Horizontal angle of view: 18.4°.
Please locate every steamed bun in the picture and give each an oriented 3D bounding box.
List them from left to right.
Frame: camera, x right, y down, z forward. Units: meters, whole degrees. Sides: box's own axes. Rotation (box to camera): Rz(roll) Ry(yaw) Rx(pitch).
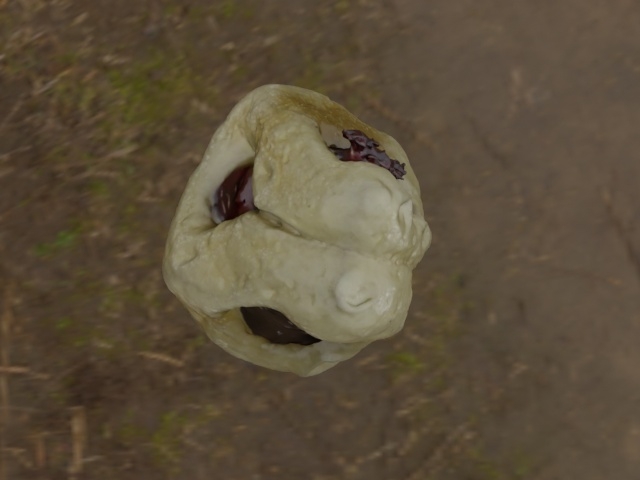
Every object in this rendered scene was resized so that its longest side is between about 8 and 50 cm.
[{"bbox_3d":[0.000,0.000,1.182,0.140,0.155,0.172,23,88,-24],"label":"steamed bun"}]
